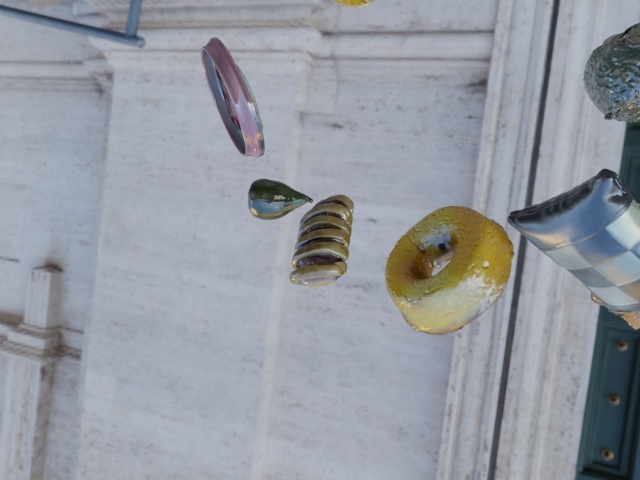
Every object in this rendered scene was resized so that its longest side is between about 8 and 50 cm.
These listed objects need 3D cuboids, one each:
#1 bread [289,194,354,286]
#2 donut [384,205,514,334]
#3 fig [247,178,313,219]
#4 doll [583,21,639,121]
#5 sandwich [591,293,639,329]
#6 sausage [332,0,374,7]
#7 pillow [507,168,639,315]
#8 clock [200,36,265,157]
[{"bbox_3d":[0.000,0.000,1.210,0.134,0.225,0.081,-24,132,32],"label":"bread"},{"bbox_3d":[0.265,0.053,1.249,0.110,0.303,0.303,36,166,-32],"label":"donut"},{"bbox_3d":[-0.111,-0.113,1.562,0.177,0.117,0.117,-2,-176,-7],"label":"fig"},{"bbox_3d":[0.734,-0.392,1.313,0.247,0.247,0.349,9,-160,30],"label":"doll"},{"bbox_3d":[0.631,0.055,1.172,0.108,0.220,0.186,-30,159,-23],"label":"sandwich"},{"bbox_3d":[0.034,-0.503,0.919,0.123,0.347,0.123,-6,148,-4],"label":"sausage"},{"bbox_3d":[0.413,0.013,0.797,0.250,0.106,0.186,39,153,-9],"label":"pillow"},{"bbox_3d":[-0.167,-0.278,1.116,0.056,0.244,0.244,-23,-170,-12],"label":"clock"}]
